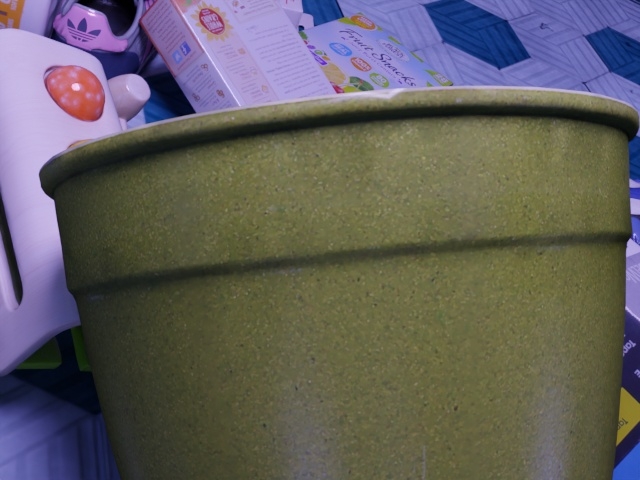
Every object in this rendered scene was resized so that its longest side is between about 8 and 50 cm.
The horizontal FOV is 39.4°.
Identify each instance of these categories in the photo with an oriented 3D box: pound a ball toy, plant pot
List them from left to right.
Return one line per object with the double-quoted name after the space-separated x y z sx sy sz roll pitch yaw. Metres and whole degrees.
-0.193 -0.049 0.774 0.208 0.136 0.319 12 50 -50 "pound a ball toy"
0.026 0.122 0.562 0.366 0.366 0.353 -3 86 -30 "plant pot"

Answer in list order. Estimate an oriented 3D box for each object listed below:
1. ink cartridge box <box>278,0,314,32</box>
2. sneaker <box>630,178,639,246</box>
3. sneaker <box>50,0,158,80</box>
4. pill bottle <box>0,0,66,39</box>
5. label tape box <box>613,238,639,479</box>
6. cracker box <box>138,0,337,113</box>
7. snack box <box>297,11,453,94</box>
-0.091 -0.327 1.212 0.198 0.067 0.115 12 42 -17 "ink cartridge box"
0.317 -0.029 0.929 0.316 0.127 0.182 -3 42 -13 "sneaker"
-0.228 -0.277 1.040 0.112 0.131 0.319 16 41 -9 "sneaker"
-0.412 -0.300 0.947 0.278 0.162 0.162 16 42 -11 "pill bottle"
0.191 0.111 0.756 0.106 0.240 0.333 -13 51 -44 "label tape box"
-0.075 -0.181 1.006 0.156 0.067 0.232 -31 88 -47 "cracker box"
0.043 -0.204 1.152 0.174 0.070 0.207 41 41 17 "snack box"
